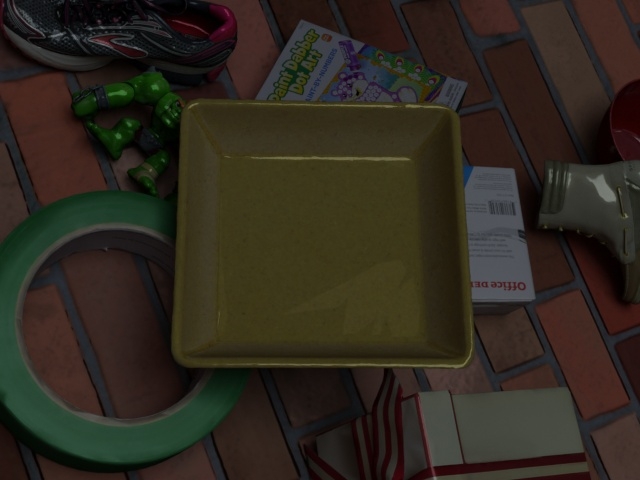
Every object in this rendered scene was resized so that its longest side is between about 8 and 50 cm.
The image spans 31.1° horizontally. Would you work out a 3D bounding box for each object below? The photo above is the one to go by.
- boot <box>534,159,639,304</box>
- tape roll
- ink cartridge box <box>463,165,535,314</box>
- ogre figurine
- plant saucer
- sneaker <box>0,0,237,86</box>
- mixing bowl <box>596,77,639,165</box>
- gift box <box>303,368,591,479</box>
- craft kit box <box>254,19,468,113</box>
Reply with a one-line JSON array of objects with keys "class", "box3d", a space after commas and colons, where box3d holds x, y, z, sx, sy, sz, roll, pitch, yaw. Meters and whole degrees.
[{"class": "boot", "box3d": [0.385, -0.013, 1.617, 0.165, 0.077, 0.213, 1, 111, 8]}, {"class": "tape roll", "box3d": [-0.237, 0.103, 1.329, 0.321, 0.077, 0.321, 7, 69, -20]}, {"class": "ink cartridge box", "box3d": [0.198, 0.000, 1.540, 0.140, 0.082, 0.190, 2, 72, -21]}, {"class": "ogre figurine", "box3d": [-0.205, -0.132, 1.423, 0.118, 0.097, 0.197, -43, 75, -11]}, {"class": "plant saucer", "box3d": [0.000, 0.000, 1.338, 0.333, 0.081, 0.332, 1, 67, -4]}, {"class": "sneaker", "box3d": [-0.251, -0.281, 1.445, 0.299, 0.112, 0.120, 4, 70, -20]}, {"class": "mixing bowl", "box3d": [0.476, -0.138, 1.696, 0.182, 0.098, 0.181, 8, 68, -20]}, {"class": "gift box", "box3d": [0.135, 0.287, 1.324, 0.258, 0.255, 0.276, 0, 65, -32]}, {"class": "craft kit box", "box3d": [0.037, -0.150, 1.497, 0.247, 0.061, 0.249, 20, 57, 8]}]
